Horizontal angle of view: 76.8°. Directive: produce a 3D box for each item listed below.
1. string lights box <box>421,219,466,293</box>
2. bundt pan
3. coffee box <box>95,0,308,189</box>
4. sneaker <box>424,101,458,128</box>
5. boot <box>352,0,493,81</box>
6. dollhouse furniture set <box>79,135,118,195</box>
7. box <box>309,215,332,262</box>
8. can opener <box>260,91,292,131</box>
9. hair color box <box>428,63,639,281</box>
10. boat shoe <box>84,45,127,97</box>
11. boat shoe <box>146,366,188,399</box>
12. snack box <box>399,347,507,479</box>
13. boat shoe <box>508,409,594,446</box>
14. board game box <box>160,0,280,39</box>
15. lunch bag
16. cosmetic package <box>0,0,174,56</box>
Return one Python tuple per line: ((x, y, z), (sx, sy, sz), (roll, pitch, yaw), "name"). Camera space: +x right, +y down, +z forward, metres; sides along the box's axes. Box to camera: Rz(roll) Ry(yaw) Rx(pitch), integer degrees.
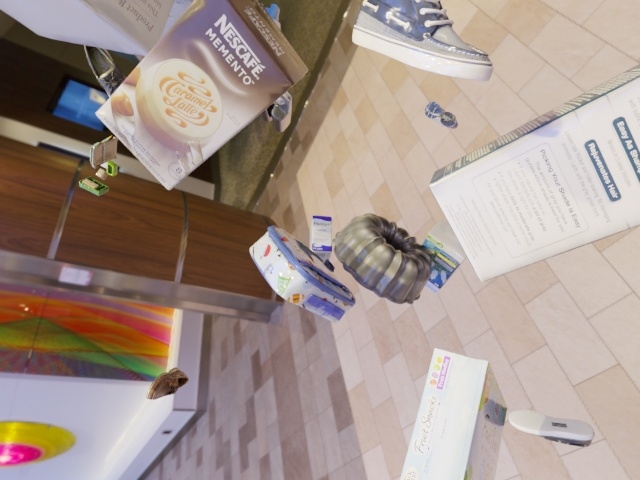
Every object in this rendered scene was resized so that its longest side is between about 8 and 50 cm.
((0.393, 0.060, 1.337), (0.133, 0.077, 0.260), (39, 153, 18), "string lights box")
((0.206, 0.035, 1.244), (0.124, 0.330, 0.331), (-57, 34, 26), "bundt pan")
((-0.158, -0.199, 0.539), (0.246, 0.141, 0.098), (-31, 21, 27), "coffee box")
((0.387, -0.394, 1.291), (0.052, 0.058, 0.135), (-50, 51, 20), "sneaker")
((0.112, -0.240, 0.439), (0.190, 0.069, 0.086), (38, 129, 32), "boot")
((-0.536, -0.186, 0.965), (0.152, 0.058, 0.076), (-65, -6, 36), "dollhouse furniture set")
((0.000, 0.000, 1.431), (0.126, 0.072, 0.137), (104, 167, -65), "box")
((-0.077, -0.289, 0.803), (0.095, 0.076, 0.283), (-52, 8, 2), "can opener")
((0.349, -0.094, 0.555), (0.347, 0.174, 0.105), (-27, 9, 27), "hair color box")
((-0.611, -0.472, 1.173), (0.080, 0.223, 0.073), (-33, 6, 0), "boat shoe")
((-0.468, 0.445, 1.246), (0.178, 0.060, 0.064), (-1, -68, -80), "boat shoe")
((0.174, 0.257, 0.503), (0.070, 0.207, 0.174), (7, 59, 33), "snack box")
((0.437, 0.362, 0.768), (0.142, 0.049, 0.040), (1, 116, 27), "boat shoe")
((-0.289, -0.559, 1.081), (0.390, 0.390, 0.050), (-130, 52, -85), "board game box")
((-0.035, 0.100, 1.076), (0.115, 0.303, 0.243), (-48, 50, 6), "lunch bag")
((-0.426, -0.579, 0.638), (0.327, 0.329, 0.394), (19, 88, 19), "cosmetic package")
